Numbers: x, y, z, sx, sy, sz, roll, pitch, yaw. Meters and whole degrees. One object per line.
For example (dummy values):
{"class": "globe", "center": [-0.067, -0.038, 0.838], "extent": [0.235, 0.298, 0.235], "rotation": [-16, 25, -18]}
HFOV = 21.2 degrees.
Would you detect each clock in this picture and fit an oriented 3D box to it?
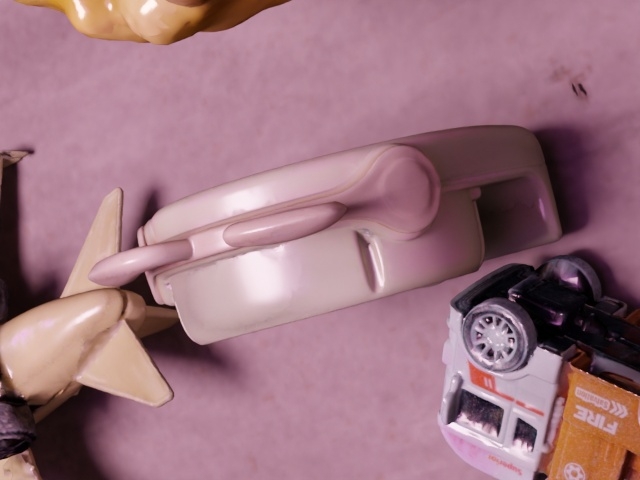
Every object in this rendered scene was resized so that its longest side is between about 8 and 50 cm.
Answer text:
{"class": "clock", "center": [0.000, 0.000, 0.716], "extent": [0.151, 0.191, 0.062], "rotation": [-16, 88, 34]}

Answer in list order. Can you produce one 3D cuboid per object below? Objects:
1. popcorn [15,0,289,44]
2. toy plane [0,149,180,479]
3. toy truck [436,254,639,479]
{"class": "popcorn", "center": [-0.065, -0.272, 0.629], "extent": [0.354, 0.344, 0.390], "rotation": [-10, 98, 28]}
{"class": "toy plane", "center": [-0.176, 0.082, 0.903], "extent": [0.256, 0.104, 0.242], "rotation": [-29, 66, 26]}
{"class": "toy truck", "center": [0.132, 0.087, 0.714], "extent": [0.177, 0.080, 0.115], "rotation": [26, 119, 26]}
